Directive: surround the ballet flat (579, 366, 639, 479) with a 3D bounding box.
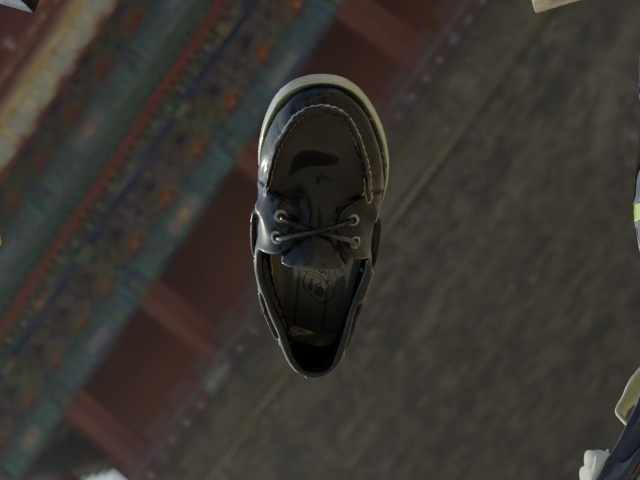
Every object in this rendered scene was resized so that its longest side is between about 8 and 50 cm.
[{"bbox_3d":[0.216,0.137,1.254,0.203,0.074,0.074,-62,-14,-7],"label":"ballet flat"}]

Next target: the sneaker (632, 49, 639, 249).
[{"bbox_3d":[0.204,-0.063,1.086,0.097,0.084,0.235,-25,-57,-47],"label":"sneaker"}]

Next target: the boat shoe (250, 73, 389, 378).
[{"bbox_3d":[-0.004,0.000,1.794,0.113,0.127,0.340,-90,8,-45],"label":"boat shoe"}]

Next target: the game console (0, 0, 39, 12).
[{"bbox_3d":[-0.203,-0.354,1.333,0.044,0.213,0.361,-5,-41,-37],"label":"game console"}]

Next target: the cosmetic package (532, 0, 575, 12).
[{"bbox_3d":[0.168,-0.240,1.468,0.041,0.115,0.060,-16,-7,6],"label":"cosmetic package"}]
